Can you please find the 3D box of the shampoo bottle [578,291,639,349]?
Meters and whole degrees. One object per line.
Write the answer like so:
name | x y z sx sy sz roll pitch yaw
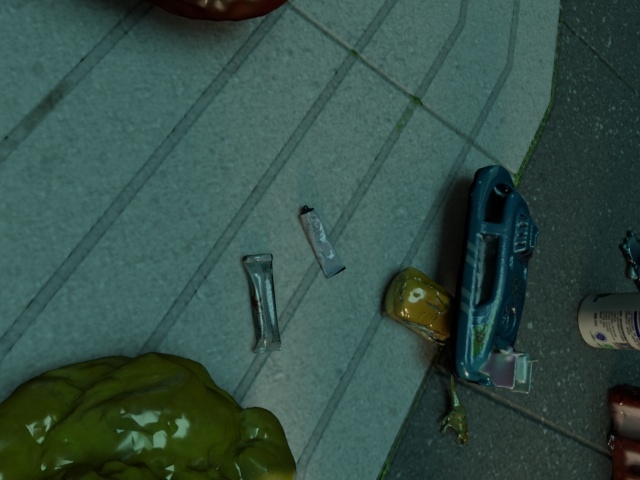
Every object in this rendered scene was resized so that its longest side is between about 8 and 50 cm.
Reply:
shampoo bottle | 0.530 0.114 0.764 0.092 0.303 0.092 5 79 -29

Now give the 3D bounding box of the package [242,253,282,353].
package | -0.064 0.070 0.597 0.037 0.015 0.110 -5 84 -29

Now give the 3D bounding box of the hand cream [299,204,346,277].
hand cream | 0.000 0.000 0.646 0.030 0.019 0.093 -32 106 -31

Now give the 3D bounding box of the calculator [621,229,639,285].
calculator | 0.588 0.049 0.972 0.094 0.019 0.141 -42 102 -28

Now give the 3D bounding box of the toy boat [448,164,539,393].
toy boat | 0.245 0.042 0.706 0.134 0.092 0.299 28 68 -49

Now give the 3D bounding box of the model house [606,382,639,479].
model house | 0.578 0.324 0.777 0.160 0.254 0.196 7 81 -17

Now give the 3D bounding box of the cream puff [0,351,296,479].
cream puff | -0.143 0.245 0.395 0.324 0.257 0.291 -13 93 -30

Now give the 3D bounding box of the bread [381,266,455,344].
bread | 0.133 0.083 0.688 0.106 0.053 0.072 35 71 -27

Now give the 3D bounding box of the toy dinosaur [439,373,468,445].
toy dinosaur | 0.174 0.226 0.705 0.041 0.026 0.113 -28 107 -36

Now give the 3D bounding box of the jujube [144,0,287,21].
jujube | -0.158 -0.364 0.466 0.377 0.276 0.276 18 75 -28
